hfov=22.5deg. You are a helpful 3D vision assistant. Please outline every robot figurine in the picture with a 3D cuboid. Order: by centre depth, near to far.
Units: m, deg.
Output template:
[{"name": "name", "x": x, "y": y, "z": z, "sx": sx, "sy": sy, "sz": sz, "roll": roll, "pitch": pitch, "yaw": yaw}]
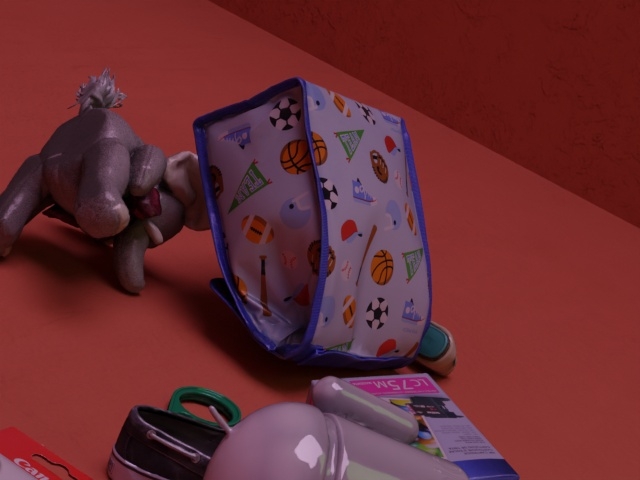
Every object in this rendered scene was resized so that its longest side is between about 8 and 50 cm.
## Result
[{"name": "robot figurine", "x": 0.022, "y": 0.292, "z": 1.687, "sx": 0.353, "sy": 0.200, "sz": 0.300, "roll": 23, "pitch": 55, "yaw": -19}]

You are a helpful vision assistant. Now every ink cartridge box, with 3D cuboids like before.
[{"name": "ink cartridge box", "x": -0.324, "y": 0.246, "z": 1.697, "sx": 0.181, "sy": 0.056, "sz": 0.224, "roll": 30, "pitch": 21, "yaw": 21}, {"name": "ink cartridge box", "x": 0.125, "y": 0.275, "z": 2.071, "sx": 0.185, "sy": 0.065, "sz": 0.311, "roll": -1, "pitch": 29, "yaw": -26}]

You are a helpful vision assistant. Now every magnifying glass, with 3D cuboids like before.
[{"name": "magnifying glass", "x": -0.174, "y": 0.226, "z": 1.976, "sx": 0.092, "sy": 0.026, "sz": 0.231, "roll": 29, "pitch": 17, "yaw": 19}]

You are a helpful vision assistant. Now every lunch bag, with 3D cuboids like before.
[{"name": "lunch bag", "x": 0.000, "y": 0.000, "z": 2.338, "sx": 0.328, "sy": 0.239, "sz": 0.386, "roll": 10, "pitch": 64, "yaw": -56}]

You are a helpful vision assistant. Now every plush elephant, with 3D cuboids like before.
[{"name": "plush elephant", "x": -0.296, "y": -0.051, "z": 2.319, "sx": 0.255, "sy": 0.271, "sz": 0.330, "roll": 52, "pitch": 37, "yaw": -35}]

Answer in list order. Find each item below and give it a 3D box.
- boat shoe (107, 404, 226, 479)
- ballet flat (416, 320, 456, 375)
[{"name": "boat shoe", "x": -0.088, "y": 0.261, "z": 1.841, "sx": 0.301, "sy": 0.102, "sz": 0.108, "roll": 19, "pitch": 18, "yaw": -9}, {"name": "ballet flat", "x": 0.121, "y": 0.133, "z": 2.517, "sx": 0.086, "sy": 0.086, "sz": 0.248, "roll": 1, "pitch": 29, "yaw": -48}]
